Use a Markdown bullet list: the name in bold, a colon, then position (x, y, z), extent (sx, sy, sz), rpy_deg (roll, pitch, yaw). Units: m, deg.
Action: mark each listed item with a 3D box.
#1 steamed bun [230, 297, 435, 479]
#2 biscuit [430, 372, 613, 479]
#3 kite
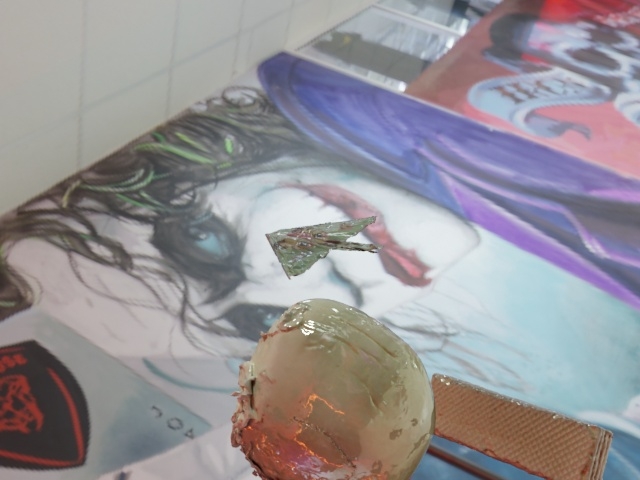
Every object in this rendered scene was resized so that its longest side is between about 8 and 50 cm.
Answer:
- **steamed bun**: position (0.013, 0.282, 1.224), extent (0.233, 0.312, 0.333), rpy_deg (-37, -40, -44)
- **biscuit**: position (0.387, 0.395, 1.599), extent (0.079, 0.426, 0.143), rpy_deg (21, -96, -40)
- **kite**: position (0.000, 0.000, 1.480), extent (0.323, 0.268, 0.013), rpy_deg (-33, -56, -48)
